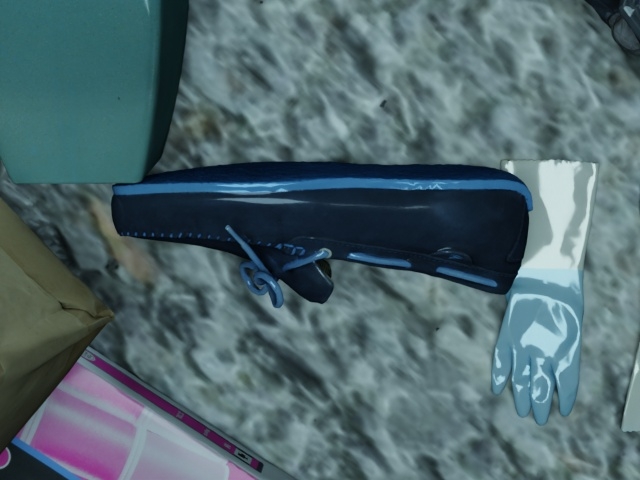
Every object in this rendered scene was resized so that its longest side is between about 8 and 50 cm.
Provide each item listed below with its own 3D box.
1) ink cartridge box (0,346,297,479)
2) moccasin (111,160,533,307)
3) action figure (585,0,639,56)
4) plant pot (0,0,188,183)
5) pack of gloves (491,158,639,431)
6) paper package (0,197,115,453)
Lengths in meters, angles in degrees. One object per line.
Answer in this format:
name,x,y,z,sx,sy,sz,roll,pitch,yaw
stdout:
ink cartridge box,-0.141,0.237,1.215,0.371,0.069,0.175,33,98,-4
moccasin,0.000,0.000,1.139,0.342,0.138,0.116,2,102,4
action figure,0.229,-0.279,1.110,0.330,0.178,0.341,30,68,-7
plant pot,-0.190,-0.168,1.116,0.166,0.165,0.234,0,104,3
pack of gloves,0.244,0.051,1.177,0.195,0.046,0.232,2,97,2
paper package,-0.379,0.073,1.085,0.309,0.168,0.325,46,117,9
